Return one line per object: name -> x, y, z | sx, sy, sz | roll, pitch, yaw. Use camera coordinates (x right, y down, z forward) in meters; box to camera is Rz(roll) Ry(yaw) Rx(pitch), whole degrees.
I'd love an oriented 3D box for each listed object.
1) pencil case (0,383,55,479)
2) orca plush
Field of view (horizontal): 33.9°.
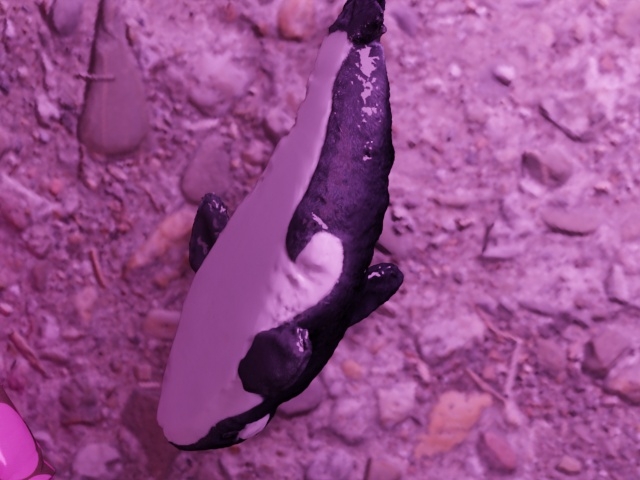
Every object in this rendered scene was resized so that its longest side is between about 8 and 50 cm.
pencil case -> -0.266, 0.096, 0.685 | 0.098, 0.095, 0.209 | -33, 90, -17
orca plush -> 0.000, 0.000, 0.616 | 0.151, 0.102, 0.287 | 24, 99, 55
